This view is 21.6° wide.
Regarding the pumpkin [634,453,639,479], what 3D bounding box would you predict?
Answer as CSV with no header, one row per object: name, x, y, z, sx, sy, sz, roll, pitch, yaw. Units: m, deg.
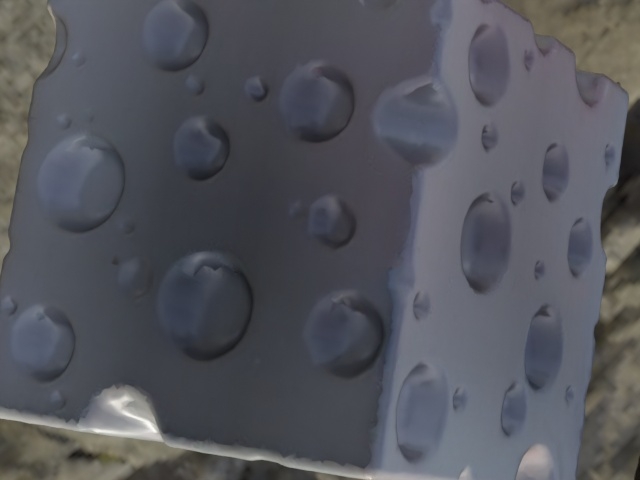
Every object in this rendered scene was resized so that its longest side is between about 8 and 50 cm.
pumpkin,0.304,0.156,1.147,0.149,0.254,0.130,8,145,-23

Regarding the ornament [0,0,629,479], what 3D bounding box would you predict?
ornament,0.000,0.000,0.897,0.240,0.239,0.239,19,79,-58
